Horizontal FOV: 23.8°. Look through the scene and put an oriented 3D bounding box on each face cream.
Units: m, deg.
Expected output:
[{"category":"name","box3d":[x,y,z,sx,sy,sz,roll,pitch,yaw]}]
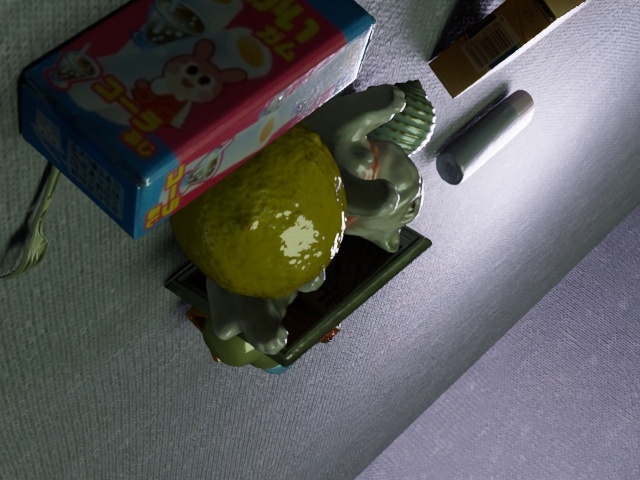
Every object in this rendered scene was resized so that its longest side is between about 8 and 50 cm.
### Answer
[{"category":"face cream","box3d":[0.268,-0.168,2.465,0.198,0.057,0.084,-41,161,-31]}]

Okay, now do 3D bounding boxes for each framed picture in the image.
[{"category":"framed picture","box3d":[-0.026,0.026,1.897,0.273,0.216,0.016,-40,145,-30]}]

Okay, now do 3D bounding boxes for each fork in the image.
[{"category":"fork","box3d":[-0.261,-0.039,1.476,0.034,0.028,0.219,-19,146,-52]}]

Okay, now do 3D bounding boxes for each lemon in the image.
[{"category":"lemon","box3d":[-0.069,-0.042,1.652,0.192,0.192,0.231,-41,128,-26]}]

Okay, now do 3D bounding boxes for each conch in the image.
[{"category":"conch","box3d":[0.074,-0.147,1.957,0.153,0.102,0.135,-34,-167,-1]}]

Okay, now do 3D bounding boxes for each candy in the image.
[{"category":"candy","box3d":[-0.109,-0.151,1.396,0.306,0.157,0.100,-40,161,-30]}]

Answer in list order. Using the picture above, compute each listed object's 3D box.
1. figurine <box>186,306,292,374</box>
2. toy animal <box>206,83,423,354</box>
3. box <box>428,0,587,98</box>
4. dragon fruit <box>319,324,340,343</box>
[{"category":"figurine","box3d":[-0.052,0.069,2.023,0.262,0.154,0.180,-31,144,-36]},{"category":"toy animal","box3d":[0.000,0.000,1.825,0.188,0.266,0.307,43,44,-63]},{"category":"box","box3d":[0.270,-0.294,2.052,0.152,0.070,0.237,-34,-179,-39]},{"category":"dragon fruit","box3d":[-0.006,0.120,2.363,0.116,0.086,0.081,-19,108,-72]}]
